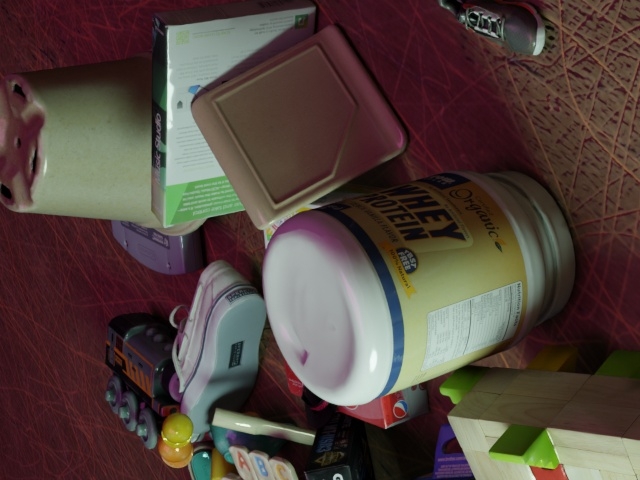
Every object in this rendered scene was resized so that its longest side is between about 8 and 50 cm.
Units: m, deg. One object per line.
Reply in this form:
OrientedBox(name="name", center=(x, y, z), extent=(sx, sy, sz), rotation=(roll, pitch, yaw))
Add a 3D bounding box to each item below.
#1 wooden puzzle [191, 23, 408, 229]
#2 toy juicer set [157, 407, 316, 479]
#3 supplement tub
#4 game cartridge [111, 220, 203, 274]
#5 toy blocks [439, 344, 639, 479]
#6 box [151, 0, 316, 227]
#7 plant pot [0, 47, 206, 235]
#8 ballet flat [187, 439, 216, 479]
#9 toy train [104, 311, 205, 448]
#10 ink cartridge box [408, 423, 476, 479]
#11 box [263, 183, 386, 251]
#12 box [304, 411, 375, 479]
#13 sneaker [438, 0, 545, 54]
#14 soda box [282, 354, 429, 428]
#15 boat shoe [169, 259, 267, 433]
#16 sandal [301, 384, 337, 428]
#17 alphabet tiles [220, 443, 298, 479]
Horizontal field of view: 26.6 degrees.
OrientedBox(name="wooden puzzle", center=(-0.030, -0.154, 1.852), extent=(0.221, 0.239, 0.044), rotation=(59, 180, 22))
OrientedBox(name="toy juicer set", center=(-0.155, 0.320, 2.296), extent=(0.329, 0.209, 0.089), rotation=(-36, 36, 50))
OrientedBox(name="supplement tub", center=(0.117, 0.044, 1.582), extent=(0.228, 0.316, 0.228), rotation=(33, 131, 48))
OrientedBox(name="game cartridge", center=(-0.307, -0.046, 2.495), extent=(0.297, 0.062, 0.198), rotation=(23, 127, 53))
OrientedBox(name="toy blocks", center=(0.320, 0.281, 1.505), extent=(0.381, 0.191, 0.261), rotation=(0, 123, 48))
OrientedBox(name="box", center=(-0.129, -0.186, 1.957), extent=(0.058, 0.232, 0.322), rotation=(45, 139, 48))
OrientedBox(name="plant pot", center=(-0.371, -0.162, 2.233), extent=(0.334, 0.305, 0.333), rotation=(9, 101, 51))
OrientedBox(name="ballet flat", center=(-0.198, 0.493, 2.564), extent=(0.086, 0.086, 0.248), rotation=(8, 109, 57))
OrientedBox(name="toy train", center=(-0.313, 0.263, 2.560), extent=(0.334, 0.142, 0.190), rotation=(29, 119, 58))
OrientedBox(name="ink cartridge box", center=(0.214, 0.441, 1.777), extent=(0.270, 0.151, 0.395), rotation=(-21, 87, 60))
OrientedBox(name="box", center=(0.026, -0.012, 1.865), extent=(0.203, 0.103, 0.114), rotation=(9, 113, 40))
OrientedBox(name="box", center=(0.051, 0.424, 1.969), extent=(0.295, 0.073, 0.293), rotation=(-59, -44, -81))
OrientedBox(name="sneaker", center=(0.193, -0.252, 1.564), extent=(0.158, 0.065, 0.061), rotation=(40, 136, 44))
OrientedBox(name="soda box", center=(0.047, 0.198, 2.003), extent=(0.263, 0.083, 0.092), rotation=(10, 112, 56))
OrientedBox(name="boat shoe", center=(-0.196, 0.172, 2.329), extent=(0.156, 0.136, 0.367), rotation=(53, 147, 33))
OrientedBox(name="sandal", center=(0.000, 0.213, 1.960), extent=(0.067, 0.040, 0.179), rotation=(56, 146, 26))
OrientedBox(name="alphabet tiles", center=(-0.059, 0.466, 2.210), extent=(0.284, 0.021, 0.278), rotation=(6, 120, 52))
